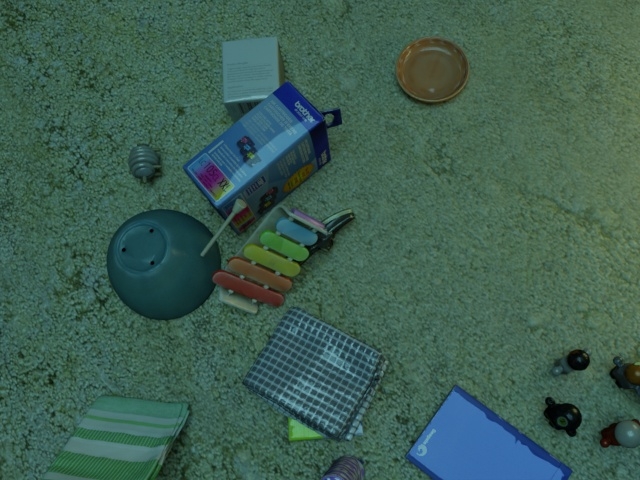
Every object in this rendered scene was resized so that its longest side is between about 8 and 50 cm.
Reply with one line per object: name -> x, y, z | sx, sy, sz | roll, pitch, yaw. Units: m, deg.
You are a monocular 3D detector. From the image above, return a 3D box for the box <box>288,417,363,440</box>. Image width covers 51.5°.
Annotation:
box -> 0.011, 0.423, 1.602 | 0.178, 0.042, 0.109 | -5, 74, 4

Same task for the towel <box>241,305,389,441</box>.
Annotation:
towel -> -0.008, 0.311, 1.562 | 0.284, 0.121, 0.235 | 24, 66, 19

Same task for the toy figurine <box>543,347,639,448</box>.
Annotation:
toy figurine -> 0.628, 0.354, 1.508 | 0.213, 0.148, 0.209 | 16, 77, 10

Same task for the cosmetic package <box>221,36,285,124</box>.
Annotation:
cosmetic package -> -0.177, -0.427, 1.794 | 0.151, 0.151, 0.183 | -3, 75, 4

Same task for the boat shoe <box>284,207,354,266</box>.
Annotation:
boat shoe -> -0.001, 0.000, 1.704 | 0.223, 0.080, 0.073 | -32, 80, 2

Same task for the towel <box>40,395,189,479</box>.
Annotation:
towel -> -0.462, 0.467, 1.517 | 0.248, 0.325, 0.038 | 4, 114, 6

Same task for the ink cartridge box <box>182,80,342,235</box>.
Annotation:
ink cartridge box -> -0.123, -0.217, 1.670 | 0.395, 0.270, 0.151 | -42, 77, -6

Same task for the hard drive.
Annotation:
hard drive -> 0.386, 0.518, 1.542 | 0.319, 0.040, 0.210 | 36, 81, 13

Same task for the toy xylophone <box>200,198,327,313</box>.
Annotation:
toy xylophone -> -0.148, 0.031, 1.607 | 0.322, 0.236, 0.081 | -56, 31, 27

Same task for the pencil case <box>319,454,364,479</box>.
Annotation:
pencil case -> 0.047, 0.546, 1.488 | 0.086, 0.206, 0.088 | -39, 77, 8

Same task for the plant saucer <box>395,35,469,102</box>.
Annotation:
plant saucer -> 0.305, -0.463, 1.817 | 0.200, 0.037, 0.200 | -1, 74, 5

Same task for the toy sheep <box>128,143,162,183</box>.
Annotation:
toy sheep -> -0.476, -0.209, 1.799 | 0.091, 0.091, 0.132 | -15, 56, 1

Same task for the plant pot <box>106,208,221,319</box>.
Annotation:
plant pot -> -0.414, 0.042, 1.668 | 0.290, 0.195, 0.290 | -1, 75, 5
